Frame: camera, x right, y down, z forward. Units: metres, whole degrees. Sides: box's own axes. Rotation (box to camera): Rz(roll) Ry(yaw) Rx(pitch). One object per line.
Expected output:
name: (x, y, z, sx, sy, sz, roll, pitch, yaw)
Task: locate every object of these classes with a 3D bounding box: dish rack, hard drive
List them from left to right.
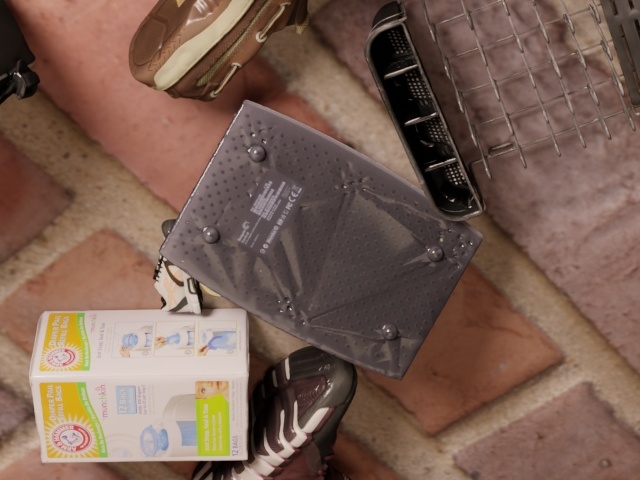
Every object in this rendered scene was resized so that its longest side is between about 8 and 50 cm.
hard drive: (0.000, 0.000, 1.284, 0.255, 0.054, 0.172, 29, 93, -15)
dish rack: (0.190, -0.152, 1.214, 0.271, 0.074, 0.208, -20, 125, 11)

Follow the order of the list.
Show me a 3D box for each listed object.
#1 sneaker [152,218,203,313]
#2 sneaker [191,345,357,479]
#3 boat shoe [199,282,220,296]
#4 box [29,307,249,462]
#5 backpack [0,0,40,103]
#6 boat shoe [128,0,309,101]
sneaker: (-0.140, 0.028, 1.346, 0.044, 0.040, 0.109, -6, 125, 3)
sneaker: (-0.004, 0.217, 1.463, 0.162, 0.106, 0.281, 23, 132, -24)
boat shoe: (-0.042, 0.018, 1.334, 0.152, 0.056, 0.049, -10, 129, 3)
box: (-0.171, 0.140, 1.384, 0.203, 0.103, 0.114, 0, 125, -3)
backpack: (-0.384, -0.121, 1.118, 0.253, 0.225, 0.191, -31, 99, 23)
boat shoe: (-0.045, -0.210, 1.160, 0.095, 0.095, 0.257, 26, 127, -36)
